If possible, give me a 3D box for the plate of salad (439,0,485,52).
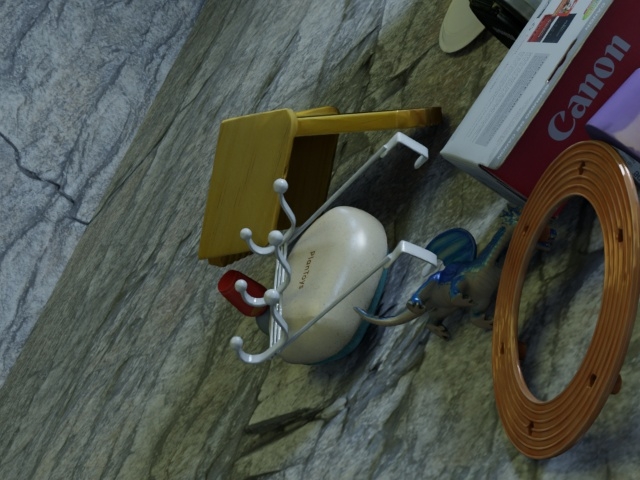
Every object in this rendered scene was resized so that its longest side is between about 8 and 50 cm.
[{"bbox_3d":[0.289,-0.425,2.039,0.200,0.048,0.200,-47,26,32],"label":"plate of salad"}]

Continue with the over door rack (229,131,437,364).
[{"bbox_3d":[0.000,0.000,1.531,0.324,0.108,0.240,-32,36,29],"label":"over door rack"}]

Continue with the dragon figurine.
[{"bbox_3d":[0.178,0.044,1.442,0.289,0.085,0.144,-22,35,49],"label":"dragon figurine"}]

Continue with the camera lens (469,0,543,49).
[{"bbox_3d":[0.360,-0.405,1.632,0.274,0.219,0.219,-48,22,4],"label":"camera lens"}]

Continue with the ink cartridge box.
[{"bbox_3d":[0.313,-0.191,1.401,0.309,0.130,0.272,-56,11,4],"label":"ink cartridge box"}]

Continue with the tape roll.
[{"bbox_3d":[0.368,-0.084,1.142,0.080,0.189,0.189,-49,22,5],"label":"tape roll"}]

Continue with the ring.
[{"bbox_3d":[0.257,0.062,1.167,0.336,0.032,0.337,-169,90,-80],"label":"ring"}]

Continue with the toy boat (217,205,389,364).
[{"bbox_3d":[-0.014,0.082,1.712,0.318,0.148,0.267,-12,48,47],"label":"toy boat"}]

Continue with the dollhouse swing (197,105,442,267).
[{"bbox_3d":[0.015,-0.093,1.850,0.347,0.304,0.315,-29,-49,-76],"label":"dollhouse swing"}]
